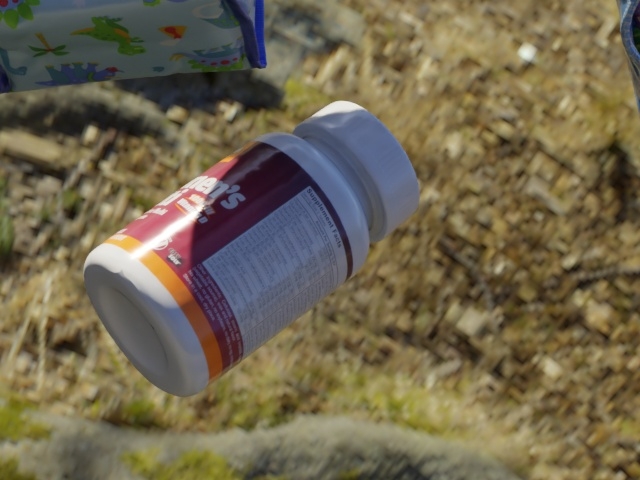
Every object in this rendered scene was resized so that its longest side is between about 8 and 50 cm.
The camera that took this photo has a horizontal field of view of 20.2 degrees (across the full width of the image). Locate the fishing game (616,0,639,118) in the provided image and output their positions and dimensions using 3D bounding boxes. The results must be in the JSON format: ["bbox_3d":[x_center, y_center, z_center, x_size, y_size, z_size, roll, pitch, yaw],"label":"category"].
[{"bbox_3d":[0.080,-0.101,0.450,0.041,0.189,0.264,-12,88,11],"label":"fishing game"}]

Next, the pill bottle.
[{"bbox_3d":[-0.044,0.001,1.247,0.221,0.121,0.121,-37,74,-24],"label":"pill bottle"}]

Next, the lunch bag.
[{"bbox_3d":[-0.092,-0.149,0.795,0.129,0.096,0.151,-6,69,5],"label":"lunch bag"}]
